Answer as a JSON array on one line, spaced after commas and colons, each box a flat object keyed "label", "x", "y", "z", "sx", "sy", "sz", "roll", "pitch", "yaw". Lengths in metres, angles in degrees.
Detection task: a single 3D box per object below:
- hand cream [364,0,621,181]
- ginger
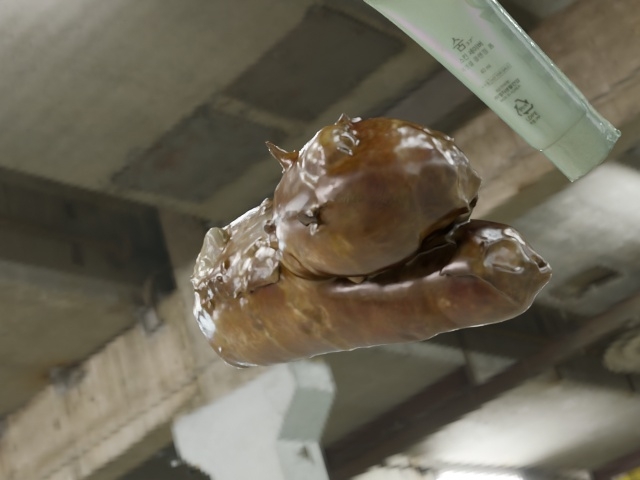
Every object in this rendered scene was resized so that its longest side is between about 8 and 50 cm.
[{"label": "hand cream", "x": 0.118, "y": -0.125, "z": 0.889, "sx": 0.205, "sy": 0.050, "sz": 0.078, "roll": 43, "pitch": -51, "yaw": -9}, {"label": "ginger", "x": 0.000, "y": 0.000, "z": 1.268, "sx": 0.418, "sy": 0.176, "sz": 0.254, "roll": -14, "pitch": -56, "yaw": 46}]
